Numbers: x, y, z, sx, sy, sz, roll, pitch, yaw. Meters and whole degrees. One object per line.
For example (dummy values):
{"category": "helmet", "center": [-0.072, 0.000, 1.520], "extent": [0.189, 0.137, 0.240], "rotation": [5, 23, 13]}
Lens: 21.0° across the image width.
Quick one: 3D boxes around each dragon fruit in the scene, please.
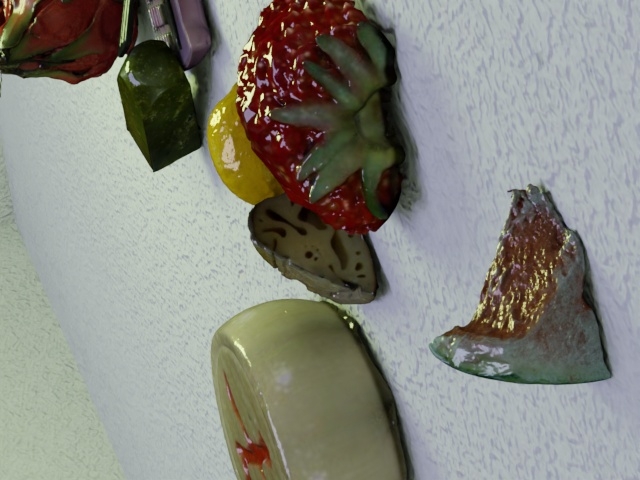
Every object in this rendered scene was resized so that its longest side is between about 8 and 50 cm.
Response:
{"category": "dragon fruit", "center": [-0.385, -0.312, 2.501], "extent": [0.234, 0.293, 0.234], "rotation": [31, 156, 16]}

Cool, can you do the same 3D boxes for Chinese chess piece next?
{"category": "Chinese chess piece", "center": [-0.016, 0.232, 1.995], "extent": [0.338, 0.140, 0.338], "rotation": [165, 90, -74]}

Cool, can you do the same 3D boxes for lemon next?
{"category": "lemon", "center": [-0.064, -0.101, 1.896], "extent": [0.114, 0.114, 0.155], "rotation": [-176, 67, -73]}

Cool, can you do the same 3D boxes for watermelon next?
{"category": "watermelon", "center": [0.182, 0.052, 1.352], "extent": [0.098, 0.121, 0.158], "rotation": [11, 71, 56]}

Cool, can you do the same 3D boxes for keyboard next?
{"category": "keyboard", "center": [-0.238, -0.429, 2.212], "extent": [0.103, 0.041, 0.381], "rotation": [164, 106, -78]}

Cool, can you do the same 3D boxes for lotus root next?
{"category": "lotus root", "center": [-0.002, 0.003, 1.847], "extent": [0.159, 0.095, 0.135], "rotation": [33, 167, -1]}

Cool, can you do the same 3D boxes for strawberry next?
{"category": "strawberry", "center": [-0.026, -0.125, 1.710], "extent": [0.306, 0.138, 0.233], "rotation": [-152, 47, -66]}

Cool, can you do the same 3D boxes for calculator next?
{"category": "calculator", "center": [-0.196, -0.317, 2.268], "extent": [0.294, 0.043, 0.194], "rotation": [-165, 60, -75]}

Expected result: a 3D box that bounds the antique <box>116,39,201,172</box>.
{"category": "antique", "center": [-0.219, -0.184, 2.303], "extent": [0.081, 0.080, 0.221], "rotation": [56, 168, 20]}
